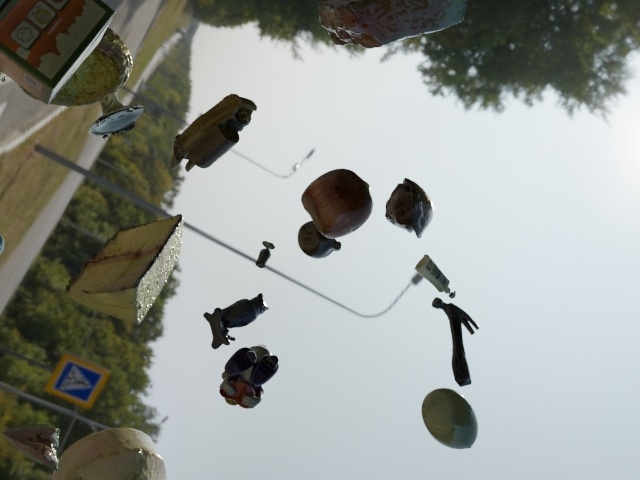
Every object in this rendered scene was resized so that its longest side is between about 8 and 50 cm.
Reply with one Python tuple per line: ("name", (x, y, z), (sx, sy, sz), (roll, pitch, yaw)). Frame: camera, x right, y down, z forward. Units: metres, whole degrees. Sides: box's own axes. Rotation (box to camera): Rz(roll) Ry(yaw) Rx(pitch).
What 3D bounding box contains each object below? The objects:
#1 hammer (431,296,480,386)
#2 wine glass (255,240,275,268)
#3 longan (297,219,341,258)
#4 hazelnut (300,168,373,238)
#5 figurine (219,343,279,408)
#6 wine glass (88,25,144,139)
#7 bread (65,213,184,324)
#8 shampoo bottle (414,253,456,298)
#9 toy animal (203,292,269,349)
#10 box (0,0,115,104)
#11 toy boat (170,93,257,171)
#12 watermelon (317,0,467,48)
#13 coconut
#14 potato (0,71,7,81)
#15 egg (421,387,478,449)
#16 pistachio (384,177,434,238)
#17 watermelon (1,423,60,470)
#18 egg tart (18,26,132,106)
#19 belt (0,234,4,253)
("hammer", (0.367, 0.274, 1.783), (0.037, 0.137, 0.290), (-55, -163, 32))
("wine glass", (-0.167, 0.042, 1.997), (0.039, 0.042, 0.083), (-30, -152, 46))
("longan", (0.000, 0.000, 1.711), (0.106, 0.119, 0.106), (19, 90, -73))
("hazelnut", (0.039, -0.085, 1.493), (0.150, 0.150, 0.150), (-50, -157, 30))
("figurine", (-0.237, 0.429, 2.163), (0.193, 0.154, 0.421), (-65, -176, -37))
("wine glass", (-0.642, -0.482, 1.917), (0.190, 0.357, 0.190), (-26, -179, 1))
("bread", (-0.402, 0.034, 1.382), (0.240, 0.178, 0.135), (-68, 173, -47))
("shampoo bottle", (0.294, 0.098, 1.702), (0.034, 0.141, 0.049), (-15, -145, 53))
("toy animal", (-0.252, 0.231, 2.023), (0.117, 0.121, 0.210), (-12, -173, 45))
("box", (-0.485, -0.364, 1.194), (0.177, 0.148, 0.195), (-57, -159, -11))
("toy boat", (-0.291, -0.280, 1.839), (0.310, 0.089, 0.115), (-29, -110, 30))
("watermelon", (0.137, -0.441, 1.265), (0.302, 0.151, 0.264), (-37, -152, -11))
("coconut", (-0.677, 0.760, 2.173), (0.352, 0.353, 0.352), (-50, -157, 30))
("potato", (-0.714, -0.394, 1.368), (0.228, 0.197, 0.148), (38, -70, 31))
("egg", (0.291, 0.399, 1.514), (0.114, 0.152, 0.114), (-36, -178, 1))
("pistachio", (0.233, -0.083, 1.780), (0.131, 0.165, 0.210), (-19, 177, 2))
("watermelon", (-0.733, 0.512, 1.736), (0.080, 0.155, 0.101), (94, 11, -54))
("egg tart", (-0.626, -0.460, 1.704), (0.294, 0.294, 0.123), (-42, -125, 44))
("belt", (-0.857, 0.054, 1.580), (0.302, 0.087, 0.072), (-26, -165, 26))
